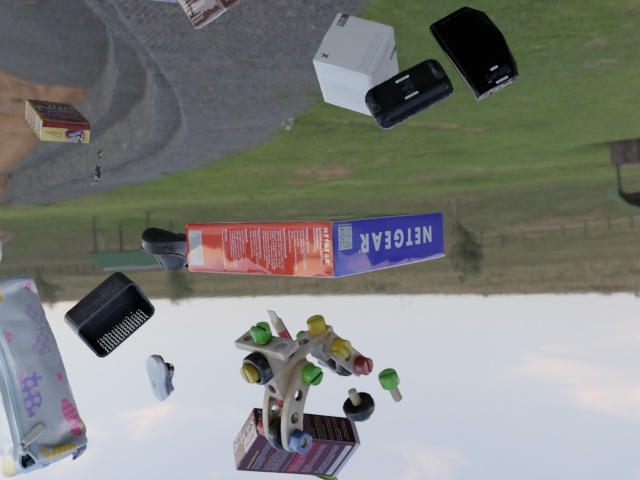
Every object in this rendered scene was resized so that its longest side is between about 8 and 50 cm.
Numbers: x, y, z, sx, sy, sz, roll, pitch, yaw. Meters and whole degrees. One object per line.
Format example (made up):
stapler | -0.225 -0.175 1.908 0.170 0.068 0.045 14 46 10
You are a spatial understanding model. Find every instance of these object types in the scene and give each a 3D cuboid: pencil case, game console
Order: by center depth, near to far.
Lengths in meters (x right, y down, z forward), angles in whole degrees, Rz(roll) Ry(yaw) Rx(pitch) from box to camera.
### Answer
pencil case | -0.419 0.185 0.955 0.114 0.273 0.124 -20 175 10
game console | 0.268 -0.391 1.601 0.361 0.213 0.044 -28 167 -4

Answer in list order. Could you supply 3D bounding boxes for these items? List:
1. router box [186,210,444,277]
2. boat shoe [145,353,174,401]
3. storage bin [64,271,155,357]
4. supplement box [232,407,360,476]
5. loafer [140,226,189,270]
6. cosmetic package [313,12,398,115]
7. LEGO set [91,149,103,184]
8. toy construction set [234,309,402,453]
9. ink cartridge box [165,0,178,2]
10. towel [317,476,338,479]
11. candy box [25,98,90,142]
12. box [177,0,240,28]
router box | 0.000 0.000 1.166 0.301 0.082 0.335 0 -176 37
boat shoe | -0.503 0.431 2.217 0.080 0.228 0.076 32 -130 29
storage bin | -0.516 0.181 1.691 0.180 0.122 0.084 -44 -137 -21
supplement box | -0.051 0.433 1.471 0.240 0.130 0.073 13 -145 -25
loafer | -0.292 0.026 1.384 0.080 0.078 0.220 20 -179 17
cosmetic package | 0.091 -0.432 1.708 0.152 0.151 0.183 21 164 17
LEGO set | -0.513 -0.168 1.604 0.023 0.083 0.054 16 -175 -30
toy construction set | -0.053 0.207 1.283 0.257 0.237 0.309 -31 -155 -12
ink cartridge box | -0.369 -0.662 1.624 0.206 0.208 0.045 4 -179 -8
towel | -0.058 0.553 1.676 0.102 0.021 0.237 30 159 -23
candy box | -0.622 -0.282 1.625 0.109 0.053 0.187 -1 -157 -35
box | -0.266 -0.649 1.392 0.143 0.381 0.191 -5 -148 52
